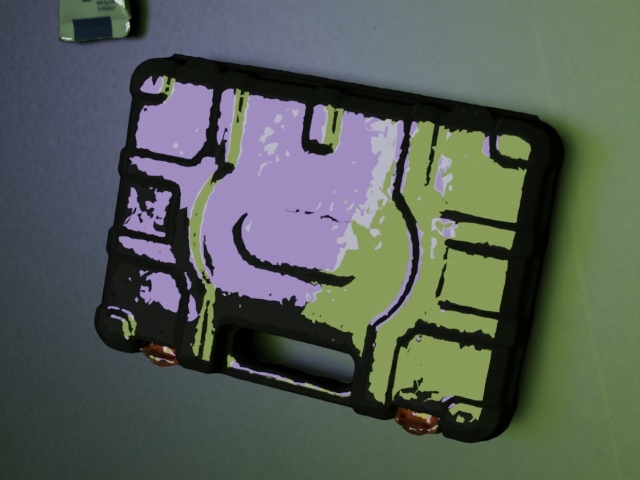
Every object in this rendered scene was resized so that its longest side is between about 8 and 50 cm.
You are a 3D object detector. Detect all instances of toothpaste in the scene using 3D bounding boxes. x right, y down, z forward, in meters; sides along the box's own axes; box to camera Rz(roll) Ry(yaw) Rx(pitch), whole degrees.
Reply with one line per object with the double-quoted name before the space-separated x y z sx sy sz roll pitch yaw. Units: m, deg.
"toothpaste" -0.162 -0.246 0.904 0.062 0.037 0.216 0 95 29

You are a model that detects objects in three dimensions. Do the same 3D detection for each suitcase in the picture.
"suitcase" 0.000 0.000 0.836 0.286 0.066 0.206 12 97 21
